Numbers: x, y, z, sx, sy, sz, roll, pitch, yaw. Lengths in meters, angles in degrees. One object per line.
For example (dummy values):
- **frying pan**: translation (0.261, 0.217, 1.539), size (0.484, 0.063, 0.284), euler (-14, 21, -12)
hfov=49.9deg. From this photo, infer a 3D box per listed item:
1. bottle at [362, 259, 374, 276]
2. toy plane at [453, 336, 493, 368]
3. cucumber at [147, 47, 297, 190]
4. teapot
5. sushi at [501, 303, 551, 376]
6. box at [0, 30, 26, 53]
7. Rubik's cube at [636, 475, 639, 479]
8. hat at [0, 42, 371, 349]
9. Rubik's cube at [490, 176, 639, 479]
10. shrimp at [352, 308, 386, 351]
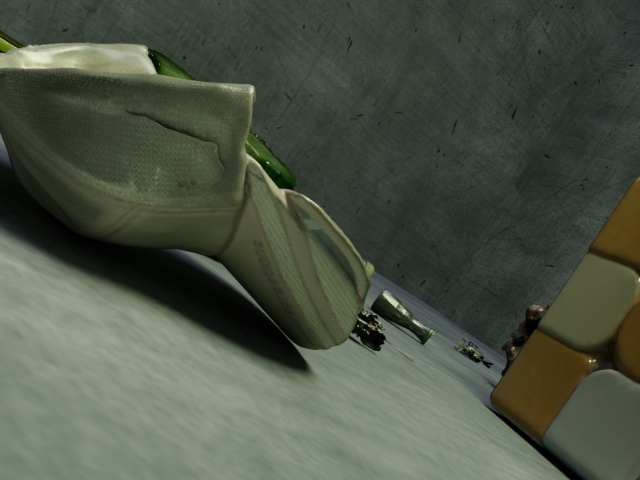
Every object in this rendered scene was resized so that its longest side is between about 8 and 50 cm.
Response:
- **bottle**: translation (0.000, 0.000, 1.375), size (0.269, 0.083, 0.083), euler (34, 1, -22)
- **toy plane**: translation (0.332, 0.246, 1.524), size (0.120, 0.031, 0.049), euler (36, 9, -28)
- **cucumber**: translation (-0.122, -0.072, 0.649), size (0.191, 0.130, 0.191), euler (38, 7, -5)
- **teapot**: translation (0.137, 0.126, 1.114), size (0.110, 0.043, 0.043), euler (37, 2, 10)
- **sushi**: translation (0.414, 0.199, 1.121), size (0.170, 0.237, 0.270), euler (25, 6, -7)
- **box**: translation (-0.344, -0.188, 0.652), size (0.220, 0.064, 0.141), euler (34, 1, -30)
- **Rubik's cube**: translation (0.352, 0.138, 0.311), size (0.288, 0.284, 0.293), euler (34, 8, 14)
- **hat**: translation (-0.092, -0.017, 0.421), size (0.219, 0.164, 0.226), euler (36, -36, 60)
- **Rubik's cube**: translation (0.472, 0.178, 0.757), size (0.346, 0.347, 0.344), euler (34, 3, -23)
- **shrimp**: translation (0.000, 0.054, 0.693), size (0.161, 0.034, 0.091), euler (33, 1, 7)
